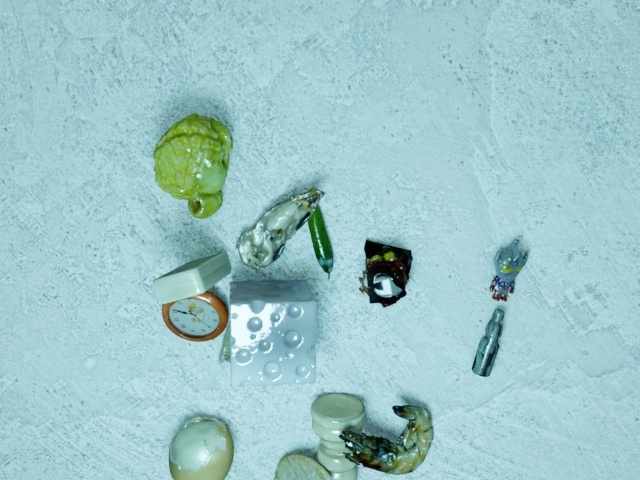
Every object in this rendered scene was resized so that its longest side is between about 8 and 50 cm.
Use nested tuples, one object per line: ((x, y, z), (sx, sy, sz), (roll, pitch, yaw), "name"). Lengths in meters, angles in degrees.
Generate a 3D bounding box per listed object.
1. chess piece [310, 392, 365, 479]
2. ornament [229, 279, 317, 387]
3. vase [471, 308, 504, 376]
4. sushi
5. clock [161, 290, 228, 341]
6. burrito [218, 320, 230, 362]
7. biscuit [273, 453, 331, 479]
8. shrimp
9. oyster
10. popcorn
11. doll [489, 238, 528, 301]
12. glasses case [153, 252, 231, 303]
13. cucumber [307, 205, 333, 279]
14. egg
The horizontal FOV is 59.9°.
((0.052, 0.648, 1.731), (0.166, 0.167, 0.300), (1, 104, 4), "chess piece")
((-0.144, 0.259, 1.603), (0.239, 0.240, 0.239), (0, 101, -9), "ornament")
((0.514, 0.307, 1.680), (0.059, 0.060, 0.212), (14, 102, 1), "vase")
((0.188, 0.111, 1.620), (0.152, 0.150, 0.172), (13, 101, 1), "sushi")
((-0.385, 0.229, 1.709), (0.205, 0.051, 0.205), (1, 122, 1), "clock")
((-0.270, 0.299, 1.738), (0.058, 0.045, 0.189), (18, 98, -15), "burrito")
((-0.055, 0.765, 1.754), (0.265, 0.040, 0.188), (-27, 84, 42), "biscuit")
((0.213, 0.588, 1.680), (0.364, 0.071, 0.233), (31, 85, -31), "shrimp")
((-0.113, -0.039, 1.645), (0.345, 0.078, 0.129), (-42, 78, 19), "oyster")
((-0.374, -0.221, 1.594), (0.225, 0.173, 0.286), (19, 112, 15), "popcorn")
((0.552, 0.087, 1.639), (0.104, 0.062, 0.195), (12, 107, 2), "doll")
((-0.353, 0.101, 1.571), (0.131, 0.313, 0.070), (-15, 95, 6), "glasses case")
((0.000, 0.000, 1.662), (0.055, 0.056, 0.250), (-15, 98, 6), "cucumber")
((-0.373, 0.682, 1.738), (0.200, 0.201, 0.245), (9, 112, 2), "egg")
